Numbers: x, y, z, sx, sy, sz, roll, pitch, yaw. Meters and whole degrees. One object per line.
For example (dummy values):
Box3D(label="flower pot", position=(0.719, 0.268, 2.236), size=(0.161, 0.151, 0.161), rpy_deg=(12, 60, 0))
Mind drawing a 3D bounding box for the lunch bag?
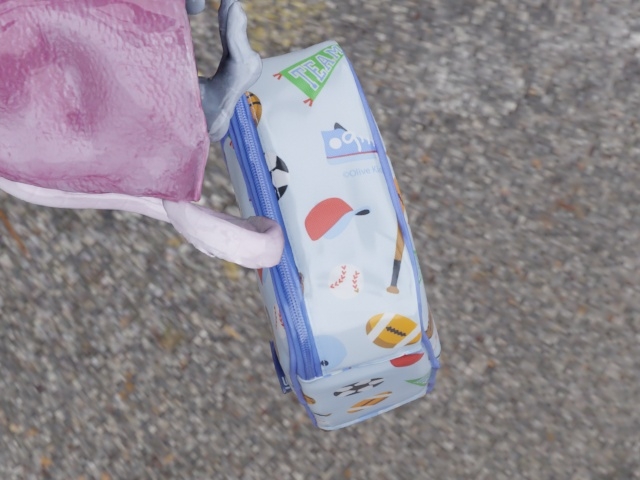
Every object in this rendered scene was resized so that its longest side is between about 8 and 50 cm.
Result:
Box3D(label="lunch bag", position=(0.000, 0.000, 1.086), size=(0.115, 0.303, 0.243), rpy_deg=(-17, 74, -4))

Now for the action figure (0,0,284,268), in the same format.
Box3D(label="action figure", position=(-0.234, -0.084, 0.820), size=(0.370, 0.248, 0.275), rpy_deg=(-15, 99, -12))
